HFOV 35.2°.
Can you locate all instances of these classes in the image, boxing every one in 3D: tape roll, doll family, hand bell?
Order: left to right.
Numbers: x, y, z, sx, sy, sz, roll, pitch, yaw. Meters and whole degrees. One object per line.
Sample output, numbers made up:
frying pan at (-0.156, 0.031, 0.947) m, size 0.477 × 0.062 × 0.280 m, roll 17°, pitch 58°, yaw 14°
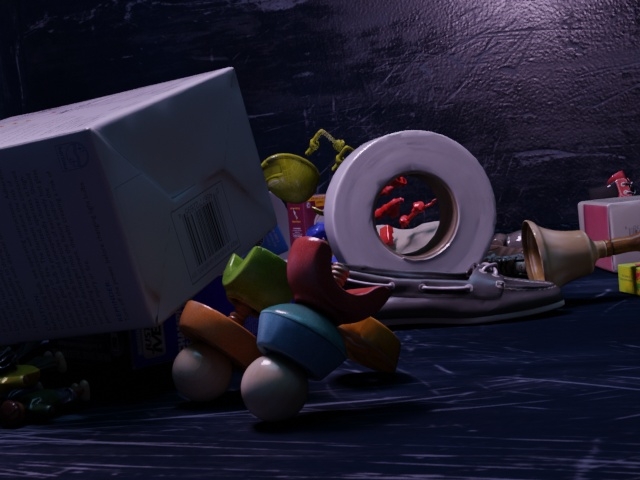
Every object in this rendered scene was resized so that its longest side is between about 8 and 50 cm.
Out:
doll family at (-0.334, 0.147, 1.037) m, size 0.193 × 0.076 × 0.111 m, roll -9°, pitch 4°, yaw 41°
tape roll at (0.149, -0.042, 1.719) m, size 0.286 × 0.286 × 0.100 m, roll -6°, pitch 3°, yaw -10°
hand bell at (0.426, 0.011, 1.467) m, size 0.241 × 0.126 × 0.126 m, roll -10°, pitch 3°, yaw 1°

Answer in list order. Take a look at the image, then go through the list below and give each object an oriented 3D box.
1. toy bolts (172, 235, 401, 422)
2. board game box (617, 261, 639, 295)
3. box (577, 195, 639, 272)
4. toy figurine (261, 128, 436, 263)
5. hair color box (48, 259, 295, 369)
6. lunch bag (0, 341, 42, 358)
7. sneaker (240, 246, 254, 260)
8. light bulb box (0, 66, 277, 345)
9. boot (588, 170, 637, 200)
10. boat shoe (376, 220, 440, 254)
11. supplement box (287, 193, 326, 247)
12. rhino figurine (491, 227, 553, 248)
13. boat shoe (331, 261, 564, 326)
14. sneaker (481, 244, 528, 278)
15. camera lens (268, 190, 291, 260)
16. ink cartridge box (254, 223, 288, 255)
toy bolts at (-0.023, 0.113, 0.970) m, size 0.218 × 0.159 × 0.228 m, roll 35°, pitch -19°, yaw -12°
board game box at (0.505, 0.056, 1.445) m, size 0.092 × 0.043 × 0.181 m, roll -6°, pitch 3°, yaw -5°
box at (0.582, -0.016, 1.882) m, size 0.148 × 0.127 × 0.232 m, roll -6°, pitch 3°, yaw 3°
toy figurine at (0.060, -0.012, 1.835) m, size 0.191 × 0.217 × 0.362 m, roll -26°, pitch -37°, yaw 31°
hair color box at (-0.189, 0.094, 1.414) m, size 0.185 × 0.110 × 0.338 m, roll -1°, pitch 7°, yaw 42°
lunch bag at (-0.536, 0.105, 1.394) m, size 0.262 × 0.160 × 0.223 m, roll 10°, pitch -11°, yaw -42°
sneaker at (-0.219, 0.043, 1.616) m, size 0.208 × 0.319 × 0.127 m, roll 32°, pitch -9°, yaw -21°
light bulb box at (-0.300, -0.042, 1.221) m, size 0.360 × 0.225 × 0.358 m, roll -9°, pitch 15°, yaw 24°
boot at (0.668, -0.058, 2.061) m, size 0.244 × 0.176 × 0.088 m, roll -2°, pitch 3°, yaw 35°
boat shoe at (0.161, 0.031, 2.064) m, size 0.324 × 0.097 × 0.117 m, roll -7°, pitch 40°, yaw 44°
supplement box at (0.000, 0.000, 2.046) m, size 0.104 × 0.188 × 0.080 m, roll -7°, pitch 4°, yaw -27°
rhino figurine at (0.388, 0.019, 2.113) m, size 0.243 × 0.073 × 0.106 m, roll -6°, pitch 7°, yaw 19°
boat shoe at (0.165, 0.065, 1.394) m, size 0.335 × 0.096 × 0.112 m, roll -5°, pitch 3°, yaw 7°
sneaker at (0.345, 0.040, 1.838) m, size 0.188 × 0.066 × 0.071 m, roll -7°, pitch 4°, yaw -15°
camera lens at (-0.227, -0.004, 2.232) m, size 0.274 × 0.220 × 0.219 m, roll -4°, pitch 3°, yaw 33°
ink cartridge box at (-0.243, -0.031, 1.764) m, size 0.307 × 0.223 × 0.129 m, roll -25°, pitch 27°, yaw -2°
